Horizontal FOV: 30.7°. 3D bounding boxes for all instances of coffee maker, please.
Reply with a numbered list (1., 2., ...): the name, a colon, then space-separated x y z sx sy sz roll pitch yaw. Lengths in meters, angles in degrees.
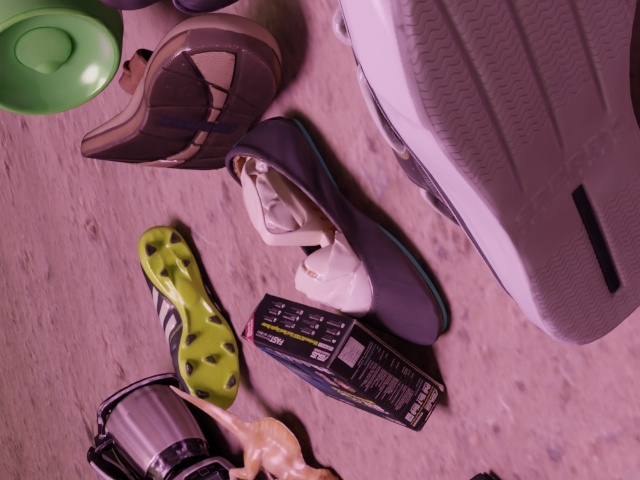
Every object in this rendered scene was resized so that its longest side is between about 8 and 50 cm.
1. coffee maker: -0.134 0.247 1.168 0.178 0.120 0.171 45 168 37

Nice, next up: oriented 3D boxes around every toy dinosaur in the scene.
1. toy dinosaur: -0.049 0.185 1.017 0.183 0.053 0.093 30 132 23

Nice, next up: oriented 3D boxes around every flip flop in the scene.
1. flip flop: -0.104 -0.113 0.860 0.277 0.112 0.080 144 128 -64

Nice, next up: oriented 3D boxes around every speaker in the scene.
1. speaker: -0.241 -0.240 0.907 0.131 0.131 0.297 108 147 -51

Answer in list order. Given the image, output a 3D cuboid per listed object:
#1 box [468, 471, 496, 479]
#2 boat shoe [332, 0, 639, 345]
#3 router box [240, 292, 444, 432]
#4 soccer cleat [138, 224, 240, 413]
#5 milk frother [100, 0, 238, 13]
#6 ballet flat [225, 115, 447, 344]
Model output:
1. box: 0.033 0.275 0.749 0.059 0.232 0.183 39 141 37
2. boat shoe: 0.058 -0.076 0.482 0.119 0.121 0.335 39 164 40
3. router box: 0.013 0.083 0.804 0.092 0.038 0.122 37 167 -30
4. soccer cleat: -0.120 0.071 1.063 0.072 0.060 0.179 145 104 -76
5. milk frother: -0.098 -0.211 0.793 0.135 0.129 0.143 59 -166 16
6. ballet flat: 0.000 0.000 0.781 0.203 0.074 0.074 53 149 24
